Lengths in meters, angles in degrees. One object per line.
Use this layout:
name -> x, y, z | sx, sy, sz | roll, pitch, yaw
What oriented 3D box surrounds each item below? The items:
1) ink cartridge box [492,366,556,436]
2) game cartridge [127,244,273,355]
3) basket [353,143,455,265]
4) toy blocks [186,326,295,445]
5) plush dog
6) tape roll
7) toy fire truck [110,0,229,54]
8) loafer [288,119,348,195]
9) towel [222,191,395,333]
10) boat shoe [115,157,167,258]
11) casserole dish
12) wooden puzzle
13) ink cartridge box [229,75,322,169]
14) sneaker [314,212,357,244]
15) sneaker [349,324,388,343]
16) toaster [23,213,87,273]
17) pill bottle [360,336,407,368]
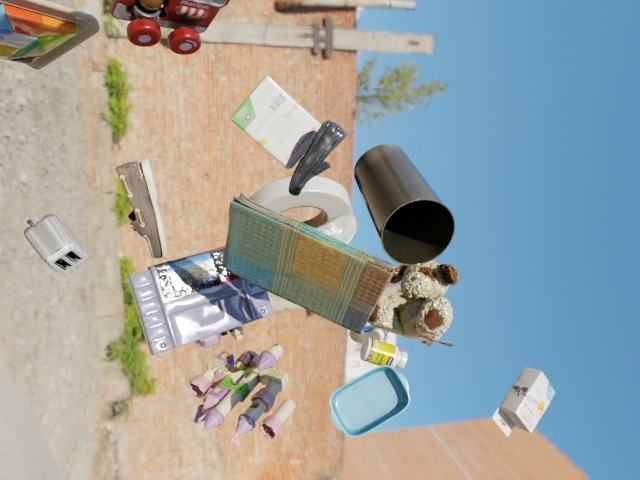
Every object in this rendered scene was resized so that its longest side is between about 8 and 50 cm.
ink cartridge box -> 0.568, 0.457, 1.652 | 0.104, 0.181, 0.062 | 50, -21, -26
game cartridge -> -0.323, 0.149, 1.631 | 0.068, 0.355, 0.230 | -12, -86, 63
basket -> 0.166, -0.090, 1.268 | 0.204, 0.154, 0.226 | 52, 11, -48
toy blocks -> -0.267, 0.432, 1.705 | 0.260, 0.289, 0.308 | -42, 136, -45
plush dog -> 0.282, 0.159, 1.639 | 0.263, 0.211, 0.225 | 0, -114, 40
tape roll -> -0.080, -0.089, 2.136 | 0.392, 0.392, 0.072 | 107, -23, -57
toy fire truck -> -0.439, -0.692, 1.729 | 0.254, 0.302, 0.169 | -30, -115, 51
loafer -> -0.009, -0.208, 1.565 | 0.223, 0.078, 0.076 | -58, 179, 12
towel -> -0.041, 0.059, 1.322 | 0.271, 0.370, 0.040 | 110, 6, -51
boat shoe -> -0.514, -0.081, 1.732 | 0.116, 0.097, 0.324 | -119, -158, -53
casserole dish -> 0.109, 0.357, 1.324 | 0.114, 0.188, 0.037 | 60, -7, 13
wooden puzzle -> -0.581, -0.393, 1.128 | 0.239, 0.221, 0.044 | -1, 76, -61
ink cartridge box -> -0.120, -0.320, 1.630 | 0.154, 0.212, 0.093 | -50, -163, 2
sneaker -> 0.000, 0.000, 1.805 | 0.099, 0.262, 0.121 | 53, -5, 14
sneaker -> 0.177, 0.317, 2.074 | 0.152, 0.085, 0.058 | -14, -82, 45
toaster -> -0.871, 0.013, 1.962 | 0.146, 0.129, 0.227 | 49, -14, 12
pill bottle -> 0.169, 0.304, 1.585 | 0.065, 0.116, 0.065 | -162, -90, -81
